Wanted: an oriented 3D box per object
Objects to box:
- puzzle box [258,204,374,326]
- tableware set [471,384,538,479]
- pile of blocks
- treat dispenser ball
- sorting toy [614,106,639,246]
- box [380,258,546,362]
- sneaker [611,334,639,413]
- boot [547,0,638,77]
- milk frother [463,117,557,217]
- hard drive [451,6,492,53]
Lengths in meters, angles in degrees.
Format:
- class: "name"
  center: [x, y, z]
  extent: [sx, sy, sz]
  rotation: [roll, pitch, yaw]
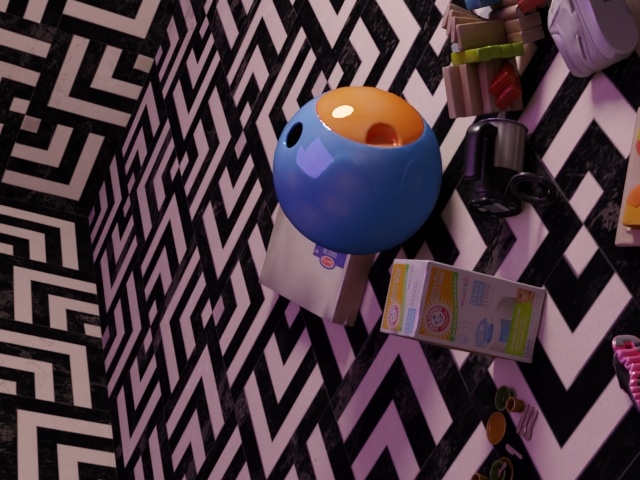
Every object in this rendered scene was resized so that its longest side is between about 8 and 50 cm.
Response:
- class: "puzzle box"
  center: [0.000, 0.000, 2.395]
  extent: [0.409, 0.052, 0.272]
  rotation: [23, 98, 65]
- class: "tableware set"
  center: [0.255, 0.290, 1.719]
  extent: [0.104, 0.024, 0.154]
  rotation: [38, 112, 64]
- class: "pile of blocks"
  center: [0.287, -0.360, 1.860]
  extent: [0.112, 0.149, 0.362]
  rotation: [6, 82, 66]
- class: "treat dispenser ball"
  center: [0.063, -0.118, 2.036]
  extent: [0.288, 0.288, 0.288]
  rotation: [-42, 40, 50]
- class: "sorting toy"
  center: [0.445, -0.088, 1.503]
  extent: [0.208, 0.038, 0.193]
  rotation: [-3, 74, 65]
- class: "box"
  center: [0.203, 0.100, 1.717]
  extent: [0.103, 0.203, 0.114]
  rotation: [2, 79, 65]
- class: "sneaker"
  center: [0.389, 0.176, 1.483]
  extent: [0.119, 0.047, 0.057]
  rotation: [-100, 14, -45]
- class: "boot"
  center: [0.356, -0.361, 1.705]
  extent: [0.123, 0.095, 0.258]
  rotation: [-29, 74, 63]
- class: "milk frother"
  center: [0.291, -0.115, 1.803]
  extent: [0.143, 0.129, 0.135]
  rotation: [1, 74, 21]
- class: "hard drive"
  center: [0.271, -0.336, 2.033]
  extent: [0.135, 0.022, 0.094]
  rotation: [-48, 36, 46]
